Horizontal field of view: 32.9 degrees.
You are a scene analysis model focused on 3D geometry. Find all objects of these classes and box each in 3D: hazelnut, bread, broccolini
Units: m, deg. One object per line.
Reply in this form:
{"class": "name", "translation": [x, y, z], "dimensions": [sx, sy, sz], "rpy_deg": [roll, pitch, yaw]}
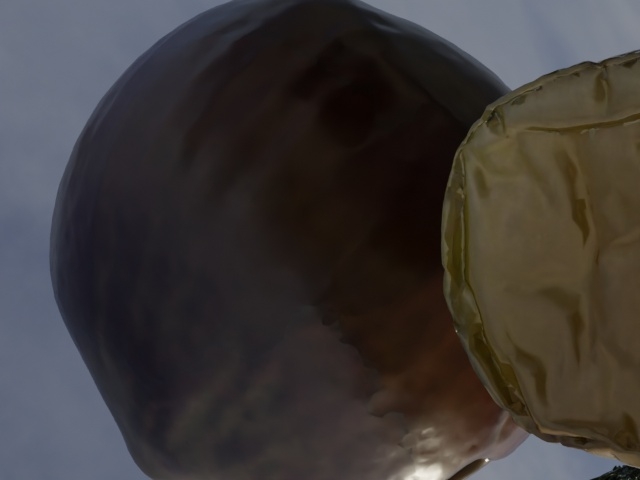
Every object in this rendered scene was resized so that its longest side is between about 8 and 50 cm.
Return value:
{"class": "hazelnut", "translation": [0.000, 0.000, 0.848], "dimensions": [0.429, 0.402, 0.402], "rpy_deg": [39, -147, 19]}
{"class": "bread", "translation": [0.177, 0.005, 0.395], "dimensions": [0.133, 0.250, 0.179], "rpy_deg": [-26, -75, -46]}
{"class": "broccolini", "translation": [0.276, 0.297, 1.154], "dimensions": [0.052, 0.194, 0.054], "rpy_deg": [33, 155, 54]}
